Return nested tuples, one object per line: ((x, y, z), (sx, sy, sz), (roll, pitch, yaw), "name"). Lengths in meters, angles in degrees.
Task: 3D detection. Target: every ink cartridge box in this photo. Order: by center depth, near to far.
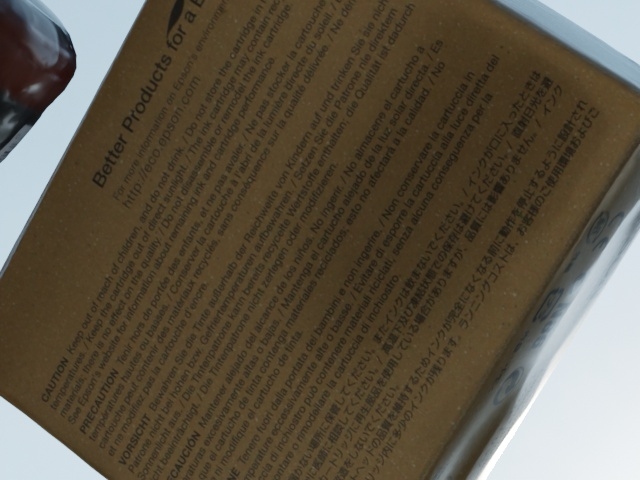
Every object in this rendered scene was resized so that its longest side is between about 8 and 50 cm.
((0.000, 0.000, 0.703), (0.193, 0.088, 0.235), (36, -73, 21), "ink cartridge box")

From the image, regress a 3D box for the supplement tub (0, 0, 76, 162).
((-0.158, -0.007, 0.445), (0.198, 0.106, 0.106), (-47, -62, 2), "supplement tub")
